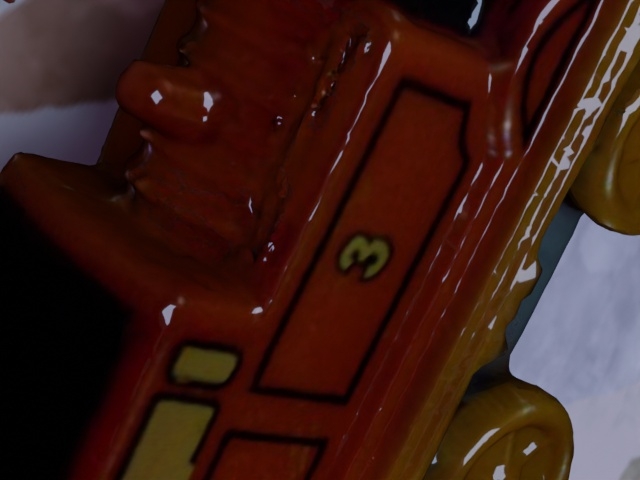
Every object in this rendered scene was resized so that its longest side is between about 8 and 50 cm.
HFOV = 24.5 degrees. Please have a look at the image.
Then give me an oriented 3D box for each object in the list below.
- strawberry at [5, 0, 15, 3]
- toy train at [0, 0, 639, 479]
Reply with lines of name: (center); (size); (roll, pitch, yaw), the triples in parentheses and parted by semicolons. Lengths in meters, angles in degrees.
strawberry: (-0.104, -0.209, 0.449); (0.261, 0.258, 0.261); (2, 120, 4)
toy train: (0.000, 0.000, 0.550); (0.231, 0.163, 0.369); (12, 108, -46)
